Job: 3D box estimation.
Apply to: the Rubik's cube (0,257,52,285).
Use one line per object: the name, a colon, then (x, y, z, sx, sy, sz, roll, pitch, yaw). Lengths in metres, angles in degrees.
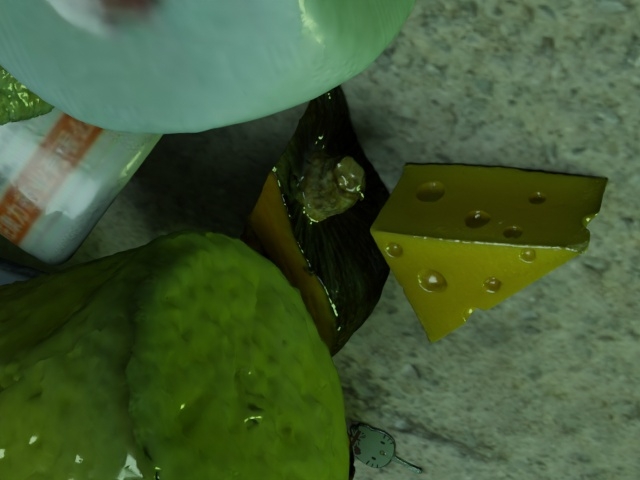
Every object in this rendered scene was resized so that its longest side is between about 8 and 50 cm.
Rubik's cube: (-0.419, 0.189, 1.554, 0.313, 0.316, 0.318, 16, 148, 13)

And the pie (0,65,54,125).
pie: (-0.260, -0.214, 1.128, 0.105, 0.257, 0.274, 4, 106, 41)

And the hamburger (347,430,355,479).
hamburger: (-0.055, 0.209, 1.507, 0.191, 0.182, 0.118, 37, 117, 11)

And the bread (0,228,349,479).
bread: (-0.156, 0.162, 1.260, 0.307, 0.348, 0.348, -29, 112, 31)

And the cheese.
cheese: (0.149, -0.002, 1.293, 0.171, 0.093, 0.126, -12, 121, 33)

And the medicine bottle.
medicine bottle: (-0.302, -0.164, 1.295, 0.371, 0.211, 0.211, 37, 135, -7)

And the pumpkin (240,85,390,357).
pumpkin: (0.004, -0.002, 1.346, 0.126, 0.131, 0.248, 31, 140, 11)

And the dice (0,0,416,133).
dice: (-0.090, -0.247, 1.083, 0.264, 0.262, 0.268, -1, 125, 28)

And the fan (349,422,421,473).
fan: (0.063, 0.211, 1.582, 0.083, 0.004, 0.056, 26, 134, 4)
